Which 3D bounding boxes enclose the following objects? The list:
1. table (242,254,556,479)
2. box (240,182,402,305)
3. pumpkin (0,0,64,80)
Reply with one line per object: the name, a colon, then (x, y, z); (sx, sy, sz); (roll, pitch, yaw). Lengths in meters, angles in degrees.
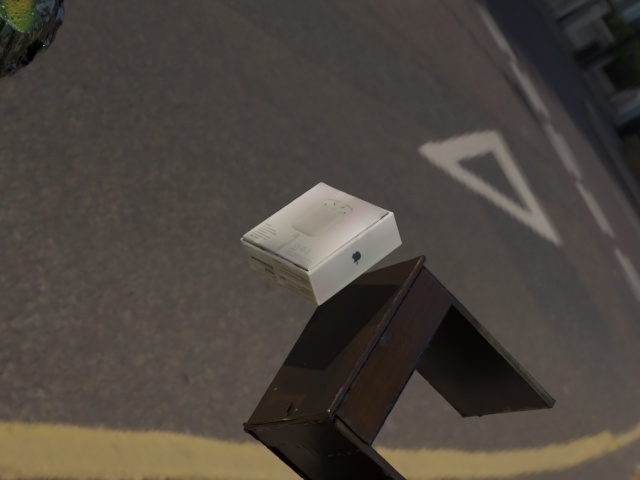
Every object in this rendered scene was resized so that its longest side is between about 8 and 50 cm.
table: (0.106, 0.215, 1.573); (0.282, 0.196, 0.250); (45, 56, -18)
box: (0.000, 0.000, 1.436); (0.130, 0.129, 0.051); (26, -37, 46)
pumpkin: (-0.492, -0.352, 1.640); (0.296, 0.296, 0.296); (51, 19, -25)
